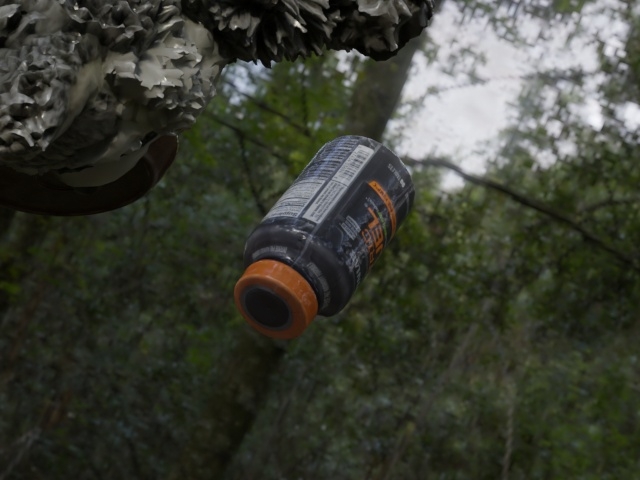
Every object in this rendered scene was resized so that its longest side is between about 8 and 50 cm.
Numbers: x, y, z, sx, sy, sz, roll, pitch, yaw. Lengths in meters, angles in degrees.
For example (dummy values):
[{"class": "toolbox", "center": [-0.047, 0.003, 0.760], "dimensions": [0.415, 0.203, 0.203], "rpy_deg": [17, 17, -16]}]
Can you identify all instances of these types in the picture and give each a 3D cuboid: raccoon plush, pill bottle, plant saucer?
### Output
[{"class": "raccoon plush", "center": [-0.105, -0.242, 0.590], "dimensions": [0.216, 0.446, 0.299], "rpy_deg": [12, 25, 43]}, {"class": "pill bottle", "center": [0.000, 0.000, 1.252], "dimensions": [0.130, 0.246, 0.130], "rpy_deg": [18, -45, 19]}, {"class": "plant saucer", "center": [-0.188, -0.057, 0.833], "dimensions": [0.168, 0.029, 0.168], "rpy_deg": [-5, -22, -2]}]
